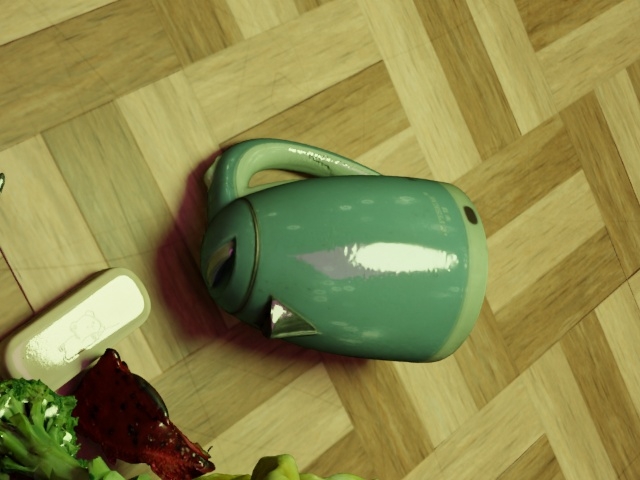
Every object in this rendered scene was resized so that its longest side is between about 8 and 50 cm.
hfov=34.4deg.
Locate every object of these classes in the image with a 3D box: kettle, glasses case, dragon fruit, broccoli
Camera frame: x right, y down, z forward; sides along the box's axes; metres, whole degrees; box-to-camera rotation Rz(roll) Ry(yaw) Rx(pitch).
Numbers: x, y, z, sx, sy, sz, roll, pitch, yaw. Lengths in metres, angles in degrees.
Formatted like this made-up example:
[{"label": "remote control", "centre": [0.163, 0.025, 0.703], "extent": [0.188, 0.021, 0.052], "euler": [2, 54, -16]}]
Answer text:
[{"label": "kettle", "centre": [0.000, 0.000, 1.359], "extent": [0.342, 0.247, 0.319], "euler": [6, 49, -27]}, {"label": "glasses case", "centre": [-0.288, 0.106, 1.217], "extent": [0.196, 0.050, 0.083], "euler": [-41, 110, -33]}, {"label": "dragon fruit", "centre": [-0.190, 0.204, 1.204], "extent": [0.092, 0.192, 0.122], "euler": [-15, 136, -59]}, {"label": "broccoli", "centre": [-0.297, 0.293, 1.062], "extent": [0.308, 0.275, 0.308], "euler": [38, 37, -37]}]

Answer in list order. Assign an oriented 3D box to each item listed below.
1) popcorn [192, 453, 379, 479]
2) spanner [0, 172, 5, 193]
[{"label": "popcorn", "centre": [-0.041, 0.395, 1.179], "extent": [0.292, 0.334, 0.293], "euler": [22, 45, -45]}, {"label": "spanner", "centre": [-0.412, 0.027, 1.157], "extent": [0.054, 0.015, 0.254], "euler": [24, 70, -32]}]
